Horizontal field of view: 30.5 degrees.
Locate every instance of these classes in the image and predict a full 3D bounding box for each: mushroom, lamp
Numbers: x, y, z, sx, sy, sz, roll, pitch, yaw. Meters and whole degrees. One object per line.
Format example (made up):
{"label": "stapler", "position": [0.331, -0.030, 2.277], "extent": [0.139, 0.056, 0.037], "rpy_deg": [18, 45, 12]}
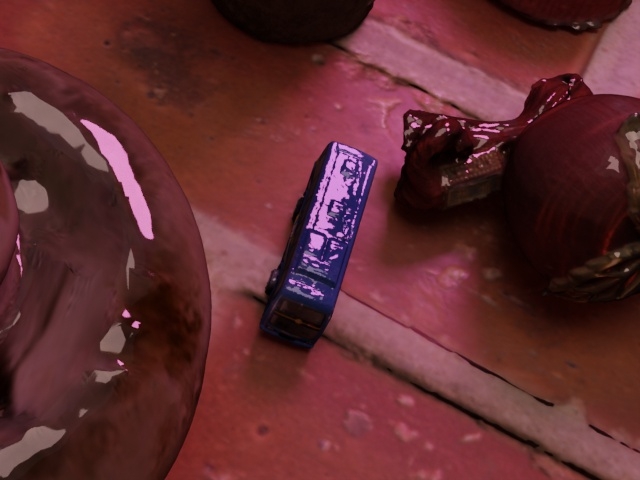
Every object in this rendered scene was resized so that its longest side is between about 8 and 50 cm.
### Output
{"label": "mushroom", "position": [-0.238, 0.029, 0.647], "extent": [0.362, 0.294, 0.362], "rpy_deg": [5, 60, -9]}
{"label": "lamp", "position": [0.186, -0.033, 0.874], "extent": [0.215, 0.151, 0.223], "rpy_deg": [-13, 19, -25]}

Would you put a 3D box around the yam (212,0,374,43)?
{"label": "yam", "position": [-0.018, -0.273, 0.911], "extent": [0.161, 0.268, 0.161], "rpy_deg": [2, 67, -4]}

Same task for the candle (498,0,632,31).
{"label": "candle", "position": [0.195, -0.359, 1.079], "extent": [0.317, 0.131, 0.287], "rpy_deg": [41, 57, 13]}

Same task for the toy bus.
{"label": "toy bus", "position": [0.000, 0.000, 0.853], "extent": [0.051, 0.061, 0.153], "rpy_deg": [21, 55, -4]}
